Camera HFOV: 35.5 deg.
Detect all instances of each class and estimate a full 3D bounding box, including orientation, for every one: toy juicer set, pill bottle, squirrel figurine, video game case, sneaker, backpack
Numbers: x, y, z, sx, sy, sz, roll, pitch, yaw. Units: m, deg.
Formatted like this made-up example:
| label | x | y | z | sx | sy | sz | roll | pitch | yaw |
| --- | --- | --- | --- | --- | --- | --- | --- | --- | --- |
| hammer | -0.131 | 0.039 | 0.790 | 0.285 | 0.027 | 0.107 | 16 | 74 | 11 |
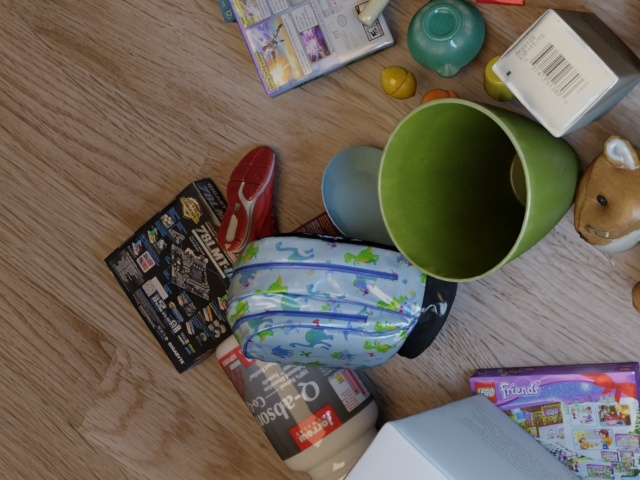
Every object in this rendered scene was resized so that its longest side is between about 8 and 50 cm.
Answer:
| label | x | y | z | sx | sy | sz | roll | pitch | yaw |
| --- | --- | --- | --- | --- | --- | --- | --- | --- | --- |
| toy juicer set | 0.181 | -0.335 | 1.707 | 0.209 | 0.089 | 0.329 | -34 | 73 | 7 |
| pill bottle | -0.021 | 0.301 | 1.886 | 0.210 | 0.210 | 0.363 | -37 | 84 | 27 |
| squirrel figurine | 0.599 | -0.053 | 1.524 | 0.370 | 0.281 | 0.397 | 41 | 101 | 23 |
| video game case | -0.030 | -0.424 | 1.777 | 0.244 | 0.061 | 0.270 | -22 | 91 | 7 |
| sneaker | -0.120 | -0.062 | 1.935 | 0.087 | 0.128 | 0.221 | 12 | 74 | 33 |
| backpack | 0.018 | 0.104 | 1.706 | 0.355 | 0.290 | 0.273 | 23 | 72 | -2 |

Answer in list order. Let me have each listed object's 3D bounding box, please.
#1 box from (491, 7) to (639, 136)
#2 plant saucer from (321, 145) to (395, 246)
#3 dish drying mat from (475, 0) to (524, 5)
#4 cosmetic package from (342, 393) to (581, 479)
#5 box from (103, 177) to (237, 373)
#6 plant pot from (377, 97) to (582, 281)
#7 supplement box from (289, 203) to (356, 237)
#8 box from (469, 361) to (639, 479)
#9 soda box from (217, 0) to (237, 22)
| label | x | y | z | sx | sy | sz | roll | pitch | yaw |
| --- | --- | --- | --- | --- | --- | --- | --- | --- | --- |
| box | 0.386 | -0.258 | 1.515 | 0.148 | 0.311 | 0.121 | 48 | 116 | 8 |
| plant saucer | 0.083 | -0.073 | 1.790 | 0.195 | 0.195 | 0.037 | 59 | 148 | 3 |
| dish drying mat | 0.304 | -0.415 | 1.691 | 0.083 | 0.008 | 0.032 | 9 | 106 | 22 |
| cosmetic package | 0.218 | 0.487 | 1.601 | 0.327 | 0.393 | 0.329 | 41 | 108 | 24 |
| box | -0.257 | 0.074 | 2.026 | 0.293 | 0.073 | 0.296 | -38 | 83 | 26 |
| plant pot | 0.287 | -0.094 | 1.593 | 0.274 | 0.293 | 0.275 | 10 | 105 | 41 |
| supplement box | 0.000 | 0.000 | 1.870 | 0.188 | 0.104 | 0.081 | -30 | 87 | 28 |
| box | 0.423 | 0.324 | 1.766 | 0.293 | 0.057 | 0.201 | -6 | 99 | 26 |
| soda box | -0.168 | -0.515 | 1.859 | 0.071 | 0.067 | 0.210 | -18 | 94 | 27 |
